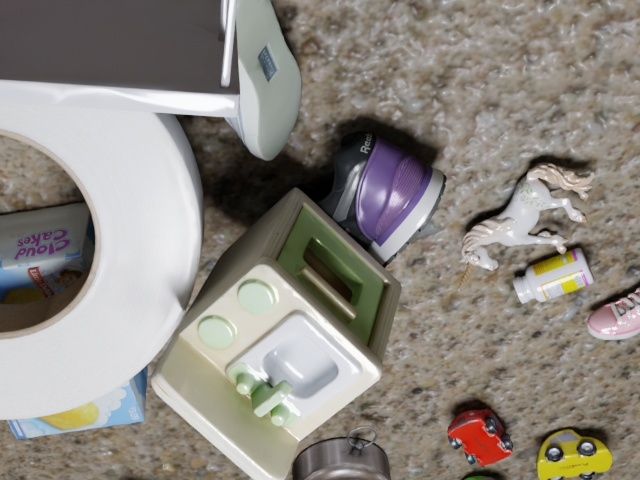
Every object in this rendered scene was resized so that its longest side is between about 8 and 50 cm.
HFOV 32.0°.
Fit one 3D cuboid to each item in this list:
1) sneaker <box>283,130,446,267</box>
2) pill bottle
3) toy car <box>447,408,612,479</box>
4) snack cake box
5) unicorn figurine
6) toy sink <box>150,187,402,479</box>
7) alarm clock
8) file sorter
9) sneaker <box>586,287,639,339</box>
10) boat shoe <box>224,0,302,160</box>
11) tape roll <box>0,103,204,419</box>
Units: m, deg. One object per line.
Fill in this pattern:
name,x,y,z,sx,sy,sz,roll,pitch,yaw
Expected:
sneaker,0.000,0.000,1.165,0.124,0.107,0.283,32,120,-12
pill bottle,0.260,0.042,1.249,0.083,0.043,0.043,-22,131,14
toy car,0.236,0.307,1.482,0.239,0.053,0.225,16,129,-18
snack cake box,-0.290,0.093,1.206,0.152,0.089,0.264,-8,132,3
unicorn figurine,0.217,-0.018,1.189,0.111,0.060,0.161,12,113,-16
toy sink,-0.029,0.080,1.023,0.153,0.234,0.131,43,118,-10
alarm clock,0.033,0.306,1.456,0.129,0.064,0.192,8,128,-13
file sorter,-0.152,-0.239,0.795,0.193,0.277,0.173,2,130,-8
sneaker,0.371,0.067,1.281,0.134,0.051,0.070,-12,131,1
boat shoe,-0.075,-0.158,1.011,0.081,0.079,0.227,26,159,22
tape roll,-0.303,-0.016,1.033,0.392,0.072,0.391,-1,112,-3
